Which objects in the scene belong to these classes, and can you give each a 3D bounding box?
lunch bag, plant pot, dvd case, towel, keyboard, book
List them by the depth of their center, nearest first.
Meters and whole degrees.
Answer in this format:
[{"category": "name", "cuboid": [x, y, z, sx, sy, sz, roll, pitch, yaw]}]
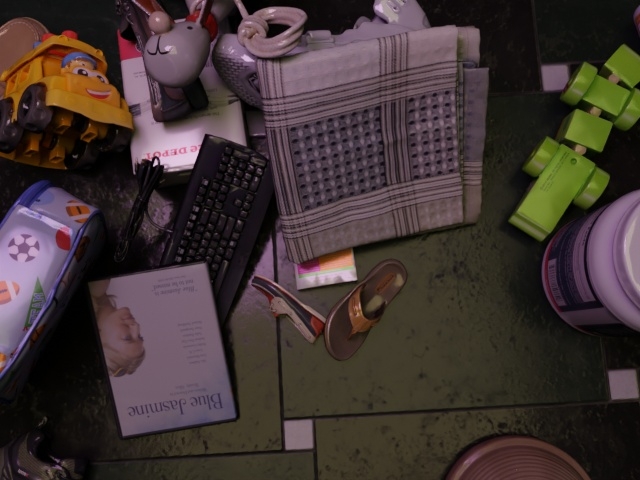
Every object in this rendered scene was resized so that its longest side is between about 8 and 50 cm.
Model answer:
[{"category": "lunch bag", "cuboid": [-0.409, 0.082, 0.880, 0.115, 0.243, 0.303, 29, 69, -8]}, {"category": "plant pot", "cuboid": [0.290, 0.402, 0.896, 0.238, 0.110, 0.237, 0, 82, 1]}, {"category": "towel", "cuboid": [0.089, -0.129, 0.902, 0.325, 0.056, 0.312, -13, 117, -12]}, {"category": "keyboard", "cuboid": [-0.202, -0.004, 0.941, 0.202, 0.033, 0.317, 20, 100, -6]}, {"category": "dvd case", "cuboid": [-0.233, 0.163, 0.944, 0.181, 0.022, 0.252, -10, 100, -1]}, {"category": "book", "cuboid": [0.000, 0.000, 1.000, 0.096, 0.035, 0.144, -8, 80, 1]}]

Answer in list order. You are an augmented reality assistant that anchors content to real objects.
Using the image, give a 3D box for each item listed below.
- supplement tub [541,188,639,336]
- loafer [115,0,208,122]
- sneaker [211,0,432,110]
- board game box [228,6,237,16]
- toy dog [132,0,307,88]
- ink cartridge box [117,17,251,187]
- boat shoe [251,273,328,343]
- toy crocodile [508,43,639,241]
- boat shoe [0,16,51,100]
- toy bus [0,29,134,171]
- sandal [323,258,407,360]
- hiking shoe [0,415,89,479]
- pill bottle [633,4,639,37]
[{"category": "supplement tub", "cuboid": [0.432, 0.035, 0.866, 0.191, 0.272, 0.191, 0, 82, 0]}, {"category": "loafer", "cuboid": [-0.253, -0.295, 0.918, 0.084, 0.096, 0.267, -27, 82, 3]}, {"category": "sneaker", "cuboid": [0.027, -0.282, 0.965, 0.366, 0.137, 0.210, 15, 76, -19]}, {"category": "board game box", "cuboid": [-0.218, -0.567, 0.982, 0.318, 0.066, 0.318, 32, 122, 6]}, {"category": "toy dog", "cuboid": [-0.158, -0.362, 0.837, 0.220, 0.161, 0.333, -19, 46, 5]}, {"category": "ink cartridge box", "cuboid": [-0.207, -0.213, 1.000, 0.172, 0.100, 0.237, -9, 81, 0]}, {"category": "boat shoe", "cuboid": [-0.053, 0.102, 0.977, 0.137, 0.049, 0.043, 36, 80, 0]}, {"category": "toy crocodile", "cuboid": [0.400, -0.155, 0.991, 0.115, 0.105, 0.340, 29, 87, 5]}, {"category": "boat shoe", "cuboid": [-0.542, -0.214, 0.999, 0.122, 0.110, 0.341, 30, 83, 5]}, {"category": "toy bus", "cuboid": [-0.380, -0.226, 0.949, 0.220, 0.150, 0.211, -13, 71, 41]}, {"category": "sandal", "cuboid": [0.071, 0.102, 0.966, 0.072, 0.049, 0.180, 43, 81, -14]}, {"category": "hiking shoe", "cuboid": [-0.377, 0.370, 0.920, 0.114, 0.086, 0.227, -39, 82, -2]}, {"category": "pill bottle", "cuboid": [0.580, -0.280, 0.990, 0.121, 0.121, 0.216, -15, 82, -2]}]
